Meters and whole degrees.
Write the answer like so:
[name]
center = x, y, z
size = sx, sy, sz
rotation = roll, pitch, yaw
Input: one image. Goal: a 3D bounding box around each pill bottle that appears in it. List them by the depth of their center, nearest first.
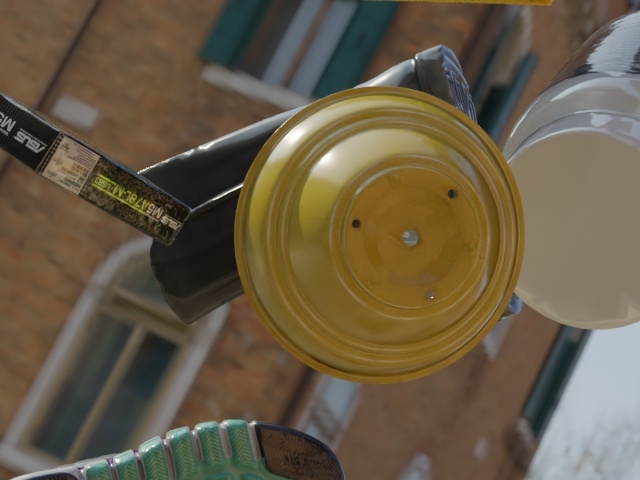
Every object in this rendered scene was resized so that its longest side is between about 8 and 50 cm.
[pill bottle]
center = 0.272, -0.068, 1.630
size = 0.204, 0.204, 0.361
rotation = 24, 26, 11

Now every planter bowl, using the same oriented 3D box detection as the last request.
[planter bowl]
center = 0.053, -0.003, 1.310
size = 0.217, 0.217, 0.090
rotation = 30, -5, -11

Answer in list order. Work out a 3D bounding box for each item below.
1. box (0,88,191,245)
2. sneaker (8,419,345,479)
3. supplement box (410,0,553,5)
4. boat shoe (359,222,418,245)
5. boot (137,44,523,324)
[box]
center = -0.223, -0.077, 1.535
size = 0.184, 0.045, 0.191
rotation = 29, -2, 34
[sneaker]
center = -0.101, 0.153, 1.155
size = 0.224, 0.083, 0.098
rotation = -5, 1, -14
[supplement box]
center = 0.057, -0.358, 1.746
size = 0.357, 0.194, 0.195
rotation = 0, -40, -13
[boat shoe]
center = 0.087, -0.005, 1.931
size = 0.056, 0.048, 0.153
rotation = -16, -5, 33
[boot]
center = 0.000, -0.002, 2.287
size = 0.445, 0.367, 0.146
rotation = -21, -29, 16
